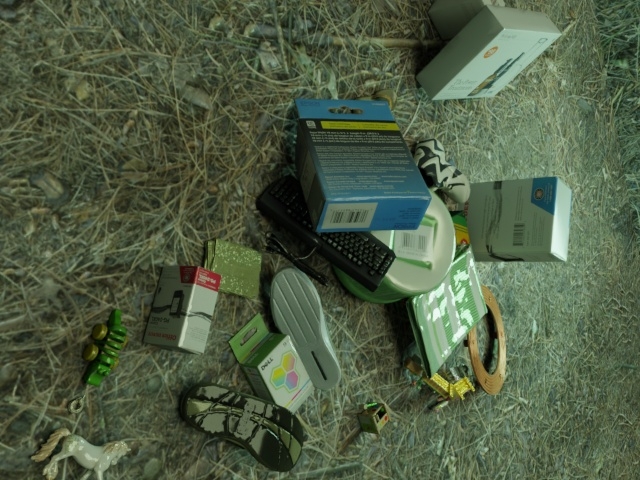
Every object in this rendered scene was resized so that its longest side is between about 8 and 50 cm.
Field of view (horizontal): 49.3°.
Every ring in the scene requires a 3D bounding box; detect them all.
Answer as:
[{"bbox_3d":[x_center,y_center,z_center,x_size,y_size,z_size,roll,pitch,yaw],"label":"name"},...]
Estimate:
[{"bbox_3d":[0.503,0.303,2.138,0.336,0.032,0.337,22,63,-55],"label":"ring"}]

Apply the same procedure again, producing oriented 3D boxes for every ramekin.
[{"bbox_3d":[0.183,0.001,1.688,0.303,0.148,0.304,4,83,-31],"label":"ramekin"}]

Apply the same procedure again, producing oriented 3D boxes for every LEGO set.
[{"bbox_3d":[0.321,0.409,1.951,0.287,0.107,0.132,16,42,-42],"label":"LEGO set"}]

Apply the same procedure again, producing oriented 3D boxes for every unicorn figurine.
[{"bbox_3d":[-0.387,0.366,1.159,0.162,0.060,0.111,50,55,-35],"label":"unicorn figurine"}]

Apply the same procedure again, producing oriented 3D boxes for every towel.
[{"bbox_3d":[0.350,0.181,1.892,0.325,0.038,0.248,-38,119,-42],"label":"towel"},{"bbox_3d":[-0.180,0.059,1.429,0.148,0.027,0.110,15,76,-46],"label":"towel"}]

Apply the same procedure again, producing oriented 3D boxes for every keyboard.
[{"bbox_3d":[0.000,0.000,1.497,0.317,0.033,0.202,36,56,1],"label":"keyboard"}]

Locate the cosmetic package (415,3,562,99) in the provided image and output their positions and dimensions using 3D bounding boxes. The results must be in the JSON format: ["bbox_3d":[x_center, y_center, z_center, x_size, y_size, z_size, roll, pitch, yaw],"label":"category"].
[{"bbox_3d":[0.488,-0.533,2.004,0.377,0.284,0.097,-16,67,-47],"label":"cosmetic package"}]

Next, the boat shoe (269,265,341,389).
[{"bbox_3d":[-0.037,0.189,1.544,0.094,0.109,0.303,-107,178,-72],"label":"boat shoe"}]

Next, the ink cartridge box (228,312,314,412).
[{"bbox_3d":[-0.101,0.269,1.482,0.109,0.062,0.209,-43,119,-40],"label":"ink cartridge box"}]

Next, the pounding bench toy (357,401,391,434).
[{"bbox_3d":[0.132,0.429,1.744,0.065,0.052,0.083,-37,115,-43],"label":"pounding bench toy"}]

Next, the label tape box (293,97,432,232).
[{"bbox_3d":[0.075,-0.173,1.557,0.240,0.106,0.334,-1,48,-17],"label":"label tape box"}]

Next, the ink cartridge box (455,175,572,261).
[{"bbox_3d":[0.563,-0.055,2.056,0.129,0.307,0.223,22,72,-48],"label":"ink cartridge box"}]

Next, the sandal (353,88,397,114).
[{"bbox_3d":[0.151,-0.351,1.797,0.180,0.049,0.072,-22,105,-46],"label":"sandal"}]

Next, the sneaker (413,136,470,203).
[{"bbox_3d":[0.325,-0.157,1.954,0.235,0.094,0.153,54,53,-32],"label":"sneaker"}]

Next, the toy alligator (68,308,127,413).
[{"bbox_3d":[-0.371,0.207,1.189,0.056,0.051,0.190,37,62,-40],"label":"toy alligator"}]

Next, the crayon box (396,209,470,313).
[{"bbox_3d":[0.312,0.057,1.940,0.318,0.081,0.202,-28,109,-45],"label":"crayon box"}]

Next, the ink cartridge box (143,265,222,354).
[{"bbox_3d":[-0.254,0.127,1.281,0.063,0.109,0.151,28,68,-45],"label":"ink cartridge box"}]

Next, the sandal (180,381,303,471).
[{"bbox_3d":[-0.154,0.367,1.412,0.302,0.086,0.120,36,67,-25],"label":"sandal"}]

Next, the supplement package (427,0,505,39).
[{"bbox_3d":[0.421,-0.670,2.014,0.105,0.179,0.105,50,54,-34],"label":"supplement package"}]
